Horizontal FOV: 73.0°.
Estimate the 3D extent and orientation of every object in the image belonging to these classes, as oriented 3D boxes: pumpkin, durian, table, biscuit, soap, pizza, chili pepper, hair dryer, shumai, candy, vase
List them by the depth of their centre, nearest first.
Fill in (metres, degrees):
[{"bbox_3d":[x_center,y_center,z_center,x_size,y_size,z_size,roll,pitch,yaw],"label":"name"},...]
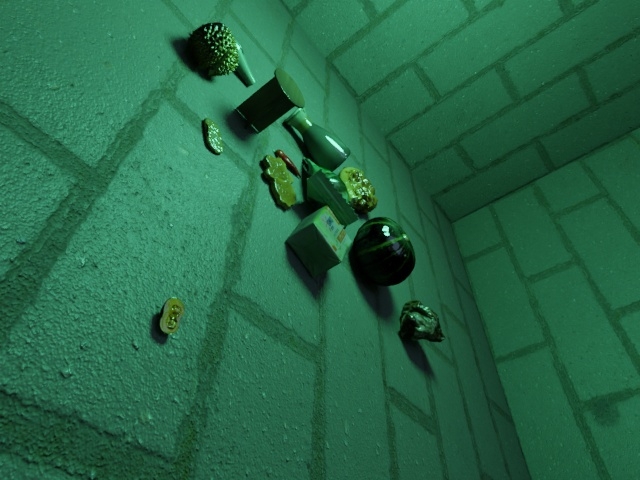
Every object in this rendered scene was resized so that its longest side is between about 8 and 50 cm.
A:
[{"bbox_3d":[-0.329,0.166,0.940,0.050,0.028,0.083,40,41,-33],"label":"pumpkin"},{"bbox_3d":[-0.356,-0.348,1.436,0.071,0.018,0.147,28,39,-52],"label":"biscuit"},{"bbox_3d":[0.000,0.000,1.585,0.182,0.138,0.199,54,27,-11],"label":"soap"},{"bbox_3d":[-0.389,-0.735,1.589,0.193,0.138,0.238,-17,69,-27],"label":"durian"},{"bbox_3d":[-0.154,-0.221,1.653,0.166,0.036,0.226,0,66,-60],"label":"biscuit"},{"bbox_3d":[-0.199,-0.521,1.659,0.167,0.226,0.167,42,32,-34],"label":"table"},{"bbox_3d":[-0.355,-0.695,1.765,0.229,0.092,0.267,43,44,-43],"label":"hair dryer"},{"bbox_3d":[-0.132,-0.322,1.806,0.178,0.027,0.045,47,28,-30],"label":"chili pepper"},{"bbox_3d":[0.027,-0.224,1.851,0.263,0.171,0.398,54,13,-22],"label":"candy"},{"bbox_3d":[0.288,0.047,1.941,0.323,0.241,0.323,43,32,-36],"label":"pumpkin"},{"bbox_3d":[0.440,0.406,1.990,0.185,0.183,0.218,-34,108,-30],"label":"shumai"},{"bbox_3d":[-0.023,-0.477,2.033,0.321,0.173,0.173,46,28,-14],"label":"vase"},{"bbox_3d":[0.194,-0.259,2.254,0.278,0.114,0.409,50,29,-9],"label":"pizza"}]

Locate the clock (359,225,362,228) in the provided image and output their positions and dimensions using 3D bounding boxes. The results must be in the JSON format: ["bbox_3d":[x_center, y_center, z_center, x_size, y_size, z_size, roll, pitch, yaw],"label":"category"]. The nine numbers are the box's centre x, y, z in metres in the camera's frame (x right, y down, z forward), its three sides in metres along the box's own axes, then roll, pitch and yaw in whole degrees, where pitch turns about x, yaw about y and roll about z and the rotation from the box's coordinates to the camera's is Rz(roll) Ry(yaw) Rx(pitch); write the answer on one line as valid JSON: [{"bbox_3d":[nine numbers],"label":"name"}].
[{"bbox_3d":[0.218,-0.034,2.165,0.083,0.010,0.074,57,25,-9],"label":"clock"}]
